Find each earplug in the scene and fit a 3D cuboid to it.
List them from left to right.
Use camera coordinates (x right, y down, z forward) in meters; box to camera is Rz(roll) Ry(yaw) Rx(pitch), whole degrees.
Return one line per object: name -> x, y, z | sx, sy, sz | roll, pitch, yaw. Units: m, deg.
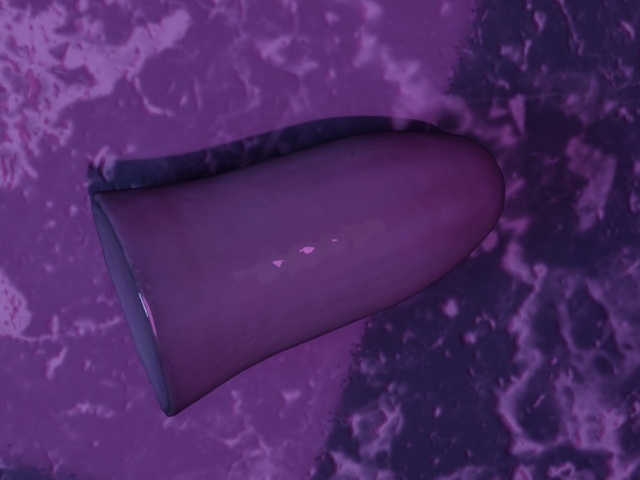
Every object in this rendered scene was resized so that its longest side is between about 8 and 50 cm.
earplug -> 0.000, 0.000, 1.107 | 0.301, 0.172, 0.172 | -19, 103, -12
